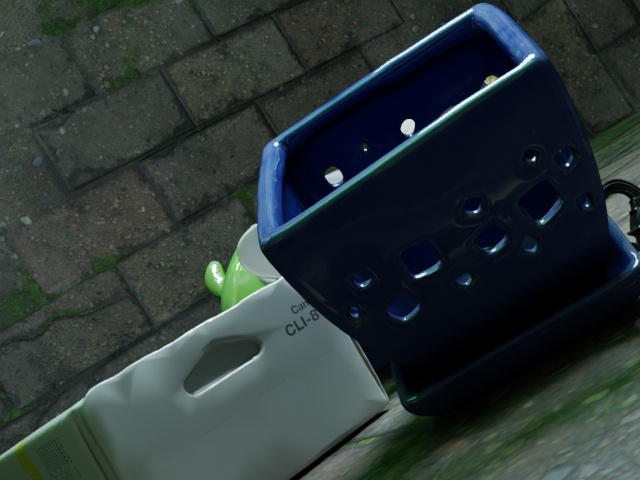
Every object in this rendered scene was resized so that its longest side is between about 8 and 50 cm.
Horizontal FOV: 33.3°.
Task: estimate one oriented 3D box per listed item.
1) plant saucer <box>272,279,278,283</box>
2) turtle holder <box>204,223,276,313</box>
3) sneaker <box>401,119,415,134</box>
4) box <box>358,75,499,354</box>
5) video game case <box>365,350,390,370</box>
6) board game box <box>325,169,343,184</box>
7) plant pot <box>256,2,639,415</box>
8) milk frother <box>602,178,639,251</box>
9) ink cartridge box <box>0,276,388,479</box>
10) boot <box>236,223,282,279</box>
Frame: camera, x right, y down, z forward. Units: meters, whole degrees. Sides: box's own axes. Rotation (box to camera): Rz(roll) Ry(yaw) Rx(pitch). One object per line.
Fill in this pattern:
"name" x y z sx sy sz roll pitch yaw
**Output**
"plant saucer" -0.019 0.124 1.228 0.029 0.169 0.168 -13 4 15
"turtle holder" -0.040 0.097 1.662 0.227 0.244 0.320 -2 10 29
"sneaker" 0.153 -0.017 1.545 0.131 0.148 0.350 -17 -55 -57
"box" 0.113 -0.037 1.255 0.295 0.073 0.293 -49 13 28
"video game case" 0.154 0.030 1.350 0.269 0.061 0.244 -32 19 23
"board game box" 0.173 -0.143 1.769 0.318 0.066 0.318 -20 5 31
"plant pot" 0.103 -0.020 0.829 0.236 0.212 0.236 -33 18 10
"milk frother" 0.227 -0.002 1.015 0.143 0.129 0.135 12 3 -9
"ink cartridge box" -0.154 0.200 1.072 0.279 0.160 0.384 -31 -2 -34
"boot" 0.000 0.000 1.099 0.189 0.069 0.086 -14 -6 -17
